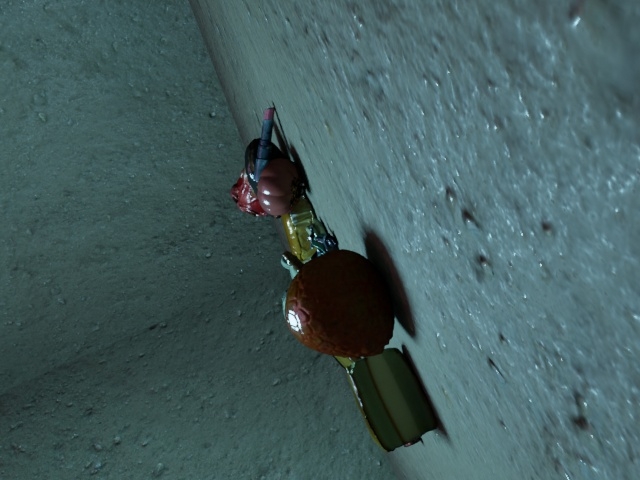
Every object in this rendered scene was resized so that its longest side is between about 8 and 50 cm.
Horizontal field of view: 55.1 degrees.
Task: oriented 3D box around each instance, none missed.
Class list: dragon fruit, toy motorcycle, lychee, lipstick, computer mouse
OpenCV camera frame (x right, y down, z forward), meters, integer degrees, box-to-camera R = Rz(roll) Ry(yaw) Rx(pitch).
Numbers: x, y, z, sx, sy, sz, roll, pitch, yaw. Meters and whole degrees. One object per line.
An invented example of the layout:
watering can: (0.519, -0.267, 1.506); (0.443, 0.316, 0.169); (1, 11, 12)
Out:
dragon fruit: (-0.253, -0.210, 2.429); (0.234, 0.233, 0.293); (63, -172, 27)
toy motorcycle: (0.010, 0.030, 1.848); (0.100, 0.058, 0.173); (25, 147, 22)
lychee: (0.029, 0.135, 1.362); (0.300, 0.255, 0.255); (29, 159, 19)
lipstick: (-0.169, -0.298, 1.898); (0.053, 0.053, 0.234); (-124, 39, -57)
computer mouse: (-0.162, -0.211, 2.092); (0.323, 0.116, 0.183); (66, -151, -51)

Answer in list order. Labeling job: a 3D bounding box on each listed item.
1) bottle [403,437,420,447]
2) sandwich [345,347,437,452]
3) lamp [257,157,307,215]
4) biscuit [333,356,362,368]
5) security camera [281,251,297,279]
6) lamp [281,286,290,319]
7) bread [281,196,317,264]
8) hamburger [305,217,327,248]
bottle: (0.246, 0.545, 1.880); (0.060, 0.060, 0.164); (92, 154, -75)
sandwich: (0.163, 0.388, 1.551); (0.198, 0.155, 0.227); (116, 130, -81)
lamp: (-0.115, -0.162, 1.882); (0.182, 0.140, 0.182); (13, -90, -70)
biscuit: (0.120, 0.447, 2.199); (0.318, 0.040, 0.318); (42, 167, 12)
security camera: (-0.053, 0.080, 2.239); (0.301, 0.157, 0.080); (-127, 28, -64)
lamp: (-0.035, 0.246, 2.299); (0.233, 0.233, 0.265); (67, 169, -4)
bread: (-0.065, -0.033, 2.079); (0.136, 0.107, 0.241); (-119, 13, -50)
hamburger: (0.003, -0.002, 1.932); (0.084, 0.054, 0.121); (46, 162, 60)
